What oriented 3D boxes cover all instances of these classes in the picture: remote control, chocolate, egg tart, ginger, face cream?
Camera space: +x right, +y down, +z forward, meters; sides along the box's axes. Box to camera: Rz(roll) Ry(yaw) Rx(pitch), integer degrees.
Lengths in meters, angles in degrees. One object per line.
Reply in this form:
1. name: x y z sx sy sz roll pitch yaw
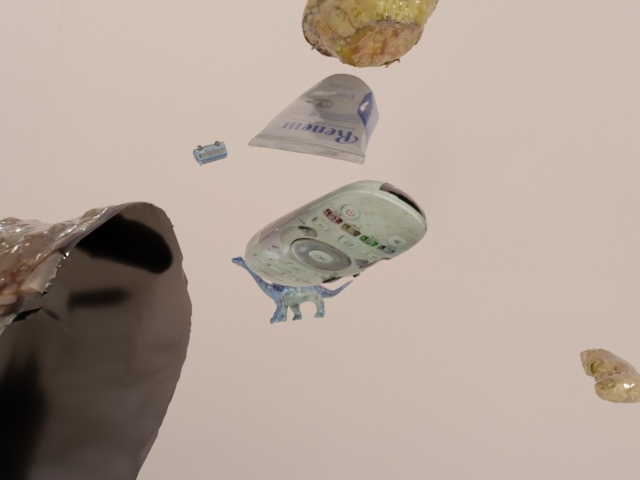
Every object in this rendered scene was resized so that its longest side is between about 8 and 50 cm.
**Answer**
1. remote control: 0.000 0.002 0.416 0.097 0.045 0.256 31 -26 -23
2. chocolate: -0.285 0.118 0.413 0.209 0.341 0.225 5 -29 18
3. egg tart: 0.128 -0.516 1.051 0.351 0.351 0.150 -19 -102 33
4. ginger: 0.409 0.188 0.614 0.069 0.173 0.051 19 -87 23
5. face cream: 0.019 -0.276 1.013 0.234 0.420 0.137 12 -54 9

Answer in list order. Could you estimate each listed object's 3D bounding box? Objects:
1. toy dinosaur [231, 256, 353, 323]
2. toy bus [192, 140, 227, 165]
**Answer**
1. toy dinosaur: -0.062 0.136 1.045 0.328 0.145 0.076 13 -21 -26
2. toy bus: -0.285 -0.226 1.142 0.046 0.083 0.038 67 -23 4
